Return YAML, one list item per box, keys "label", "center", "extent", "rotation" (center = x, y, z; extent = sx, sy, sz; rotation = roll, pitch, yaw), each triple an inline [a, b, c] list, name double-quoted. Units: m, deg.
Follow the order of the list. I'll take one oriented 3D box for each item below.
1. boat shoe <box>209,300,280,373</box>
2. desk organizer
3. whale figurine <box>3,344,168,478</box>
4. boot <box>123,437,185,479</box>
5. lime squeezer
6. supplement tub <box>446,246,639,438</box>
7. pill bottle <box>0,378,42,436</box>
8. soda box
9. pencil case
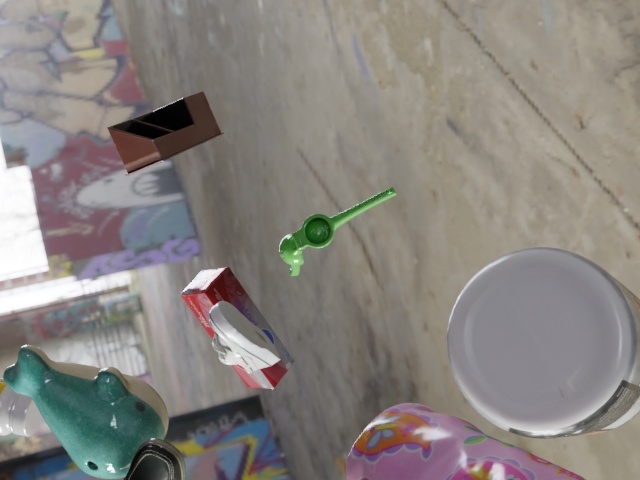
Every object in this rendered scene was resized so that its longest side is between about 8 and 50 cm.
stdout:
- label: "boat shoe"
  center: [-0.153, 0.193, 1.776]
  extent: [0.095, 0.084, 0.258]
  rotation: [57, -177, 33]
- label: "desk organizer"
  center: [-0.153, -0.109, 0.963]
  extent: [0.050, 0.047, 0.130]
  rotation: [67, -154, -9]
- label: "whale figurine"
  center: [-0.377, 0.275, 1.520]
  extent: [0.216, 0.272, 0.141]
  rotation: [-43, 20, 40]
- label: "boot"
  center: [-0.275, 0.415, 1.384]
  extent: [0.179, 0.085, 0.236]
  rotation: [-63, -2, -57]
- label: "lime squeezer"
  center: [0.000, 0.000, 1.616]
  extent: [0.310, 0.109, 0.059]
  rotation: [-41, 50, 45]
- label: "supplement tub"
  center: [0.275, 0.122, 1.084]
  extent: [0.316, 0.193, 0.194]
  rotation: [21, -131, -64]
- label: "pill bottle"
  center: [-0.710, 0.352, 2.073]
  extent: [0.119, 0.208, 0.119]
  rotation: [10, -90, -83]
- label: "soda box"
  center: [-0.166, 0.180, 1.958]
  extent: [0.092, 0.083, 0.263]
  rotation: [-7, 124, 47]
- label: "pencil case"
  center: [0.137, 0.221, 0.788]
  extent: [0.284, 0.124, 0.124]
  rotation: [11, 113, 60]
